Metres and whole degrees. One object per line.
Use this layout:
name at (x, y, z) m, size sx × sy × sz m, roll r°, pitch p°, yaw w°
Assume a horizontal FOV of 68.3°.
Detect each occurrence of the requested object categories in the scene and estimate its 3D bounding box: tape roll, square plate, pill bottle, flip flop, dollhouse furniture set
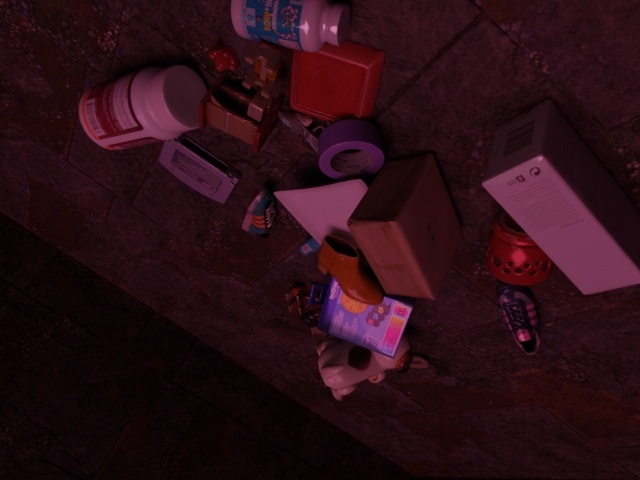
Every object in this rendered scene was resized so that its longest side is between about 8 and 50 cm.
tape roll at (0.087, -0.258, 1.364) m, size 0.188 × 0.080 × 0.189 m, roll -1°, pitch 154°, yaw -1°
square plate at (0.072, -0.083, 1.562) m, size 0.347 × 0.049 × 0.344 m, roll -4°, pitch 143°, yaw 37°
pill bottle at (-0.558, -0.422, 1.500) m, size 0.391 × 0.224 × 0.224 m, roll -1°, pitch 136°, yaw 32°
flip flop at (0.396, 0.605, 2.288) m, size 0.276 × 0.080 × 0.112 m, roll -11°, pitch 130°, yaw 40°
dollhouse furniture set at (-0.210, -0.426, 1.295) m, size 0.201 × 0.152 × 0.374 m, roll 27°, pitch 153°, yaw -1°
pill bottle at (-0.068, -0.537, 1.126) m, size 0.263 × 0.146 × 0.146 m, roll 16°, pitch 142°, yaw 13°
dollhouse furniture set at (0.002, 0.305, 2.157) m, size 0.261 × 0.135 × 0.259 m, roll 8°, pitch 129°, yaw 23°

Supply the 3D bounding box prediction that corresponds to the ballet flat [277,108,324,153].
ballet flat at (-0.035, -0.336, 1.415) m, size 0.068 × 0.072 × 0.213 m, roll -38°, pitch 122°, yaw 20°

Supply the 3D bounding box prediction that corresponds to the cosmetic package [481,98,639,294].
cosmetic package at (0.618, -0.096, 1.178) m, size 0.453 × 0.230 × 0.161 m, roll 41°, pitch 142°, yaw -18°

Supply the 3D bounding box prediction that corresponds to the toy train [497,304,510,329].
toy train at (0.699, 0.289, 1.767) m, size 0.036 × 0.027 × 0.158 m, roll 1°, pitch 138°, yaw 46°

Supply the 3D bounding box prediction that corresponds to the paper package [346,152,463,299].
paper package at (0.263, -0.039, 1.391) m, size 0.168 × 0.310 × 0.325 m, roll 1°, pitch 136°, yaw 41°

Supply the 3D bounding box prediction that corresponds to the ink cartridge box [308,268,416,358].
ink cartridge box at (0.155, 0.264, 1.886) m, size 0.395 × 0.151 × 0.270 m, roll 20°, pitch 116°, yaw 12°

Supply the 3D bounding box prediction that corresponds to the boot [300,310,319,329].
boot at (-0.031, 0.399, 2.331) m, size 0.121 × 0.045 × 0.099 m, roll 41°, pitch 139°, yaw -17°

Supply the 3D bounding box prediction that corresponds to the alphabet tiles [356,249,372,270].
alphabet tiles at (0.127, 0.007, 1.753) m, size 0.342 × 0.011 × 0.285 m, roll 20°, pitch 148°, yaw 16°

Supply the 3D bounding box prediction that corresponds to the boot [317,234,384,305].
boot at (0.117, 0.109, 1.677) m, size 0.295 × 0.104 × 0.211 m, roll 33°, pitch 152°, yaw 8°

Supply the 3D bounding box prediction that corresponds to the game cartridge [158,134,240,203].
game cartridge at (-0.457, -0.267, 1.771) m, size 0.297 × 0.062 × 0.198 m, roll 34°, pitch 147°, yaw -10°

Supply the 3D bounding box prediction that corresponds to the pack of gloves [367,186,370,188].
pack of gloves at (0.171, -0.120, 1.590) m, size 0.194 × 0.046 × 0.232 m, roll -4°, pitch 145°, yaw 36°

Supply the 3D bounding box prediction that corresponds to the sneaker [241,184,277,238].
sneaker at (-0.210, -0.103, 1.783) m, size 0.121 × 0.108 × 0.302 m, roll 29°, pitch 152°, yaw -4°

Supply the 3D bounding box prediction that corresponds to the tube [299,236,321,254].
tube at (0.000, 0.000, 1.793) m, size 0.080 × 0.052 × 0.207 m, roll 36°, pitch 141°, yaw -23°

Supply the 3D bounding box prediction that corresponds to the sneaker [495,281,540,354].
sneaker at (0.701, 0.271, 1.643) m, size 0.112 × 0.131 × 0.319 m, roll -19°, pitch 126°, yaw 30°

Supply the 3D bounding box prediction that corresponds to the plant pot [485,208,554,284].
plant pot at (0.578, 0.006, 1.362) m, size 0.191 × 0.191 × 0.174 m, roll 6°, pitch 133°, yaw 26°

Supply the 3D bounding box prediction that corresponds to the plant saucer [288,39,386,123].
plant saucer at (0.027, -0.424, 1.290) m, size 0.258 × 0.048 × 0.259 m, roll 20°, pitch 143°, yaw 8°

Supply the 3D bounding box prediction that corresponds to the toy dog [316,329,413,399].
toy dog at (0.199, 0.489, 2.083) m, size 0.407 × 0.285 × 0.395 m, roll -23°, pitch 155°, yaw 5°
